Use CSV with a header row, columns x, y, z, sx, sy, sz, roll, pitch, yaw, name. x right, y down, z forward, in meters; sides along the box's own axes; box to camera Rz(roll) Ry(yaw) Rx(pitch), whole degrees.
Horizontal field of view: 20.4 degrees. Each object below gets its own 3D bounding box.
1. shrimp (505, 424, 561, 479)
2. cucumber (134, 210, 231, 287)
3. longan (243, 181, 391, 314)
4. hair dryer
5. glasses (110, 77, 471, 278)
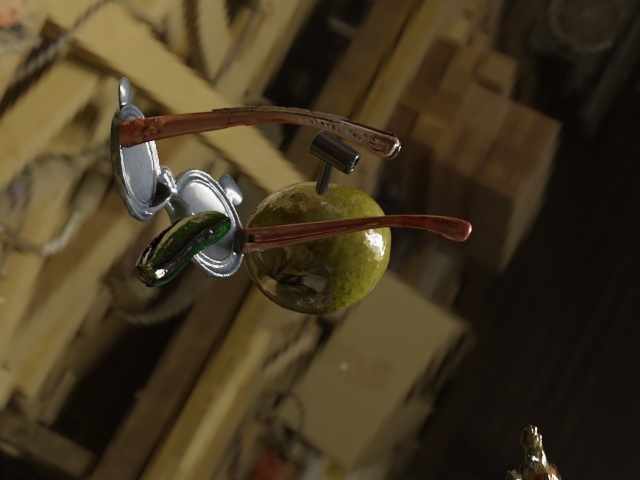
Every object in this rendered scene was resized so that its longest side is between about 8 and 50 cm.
x,y,z,sx,sy,sz,roll,pitch,yaw,name
0.262,0.345,2.161,0.145,0.059,0.254,174,-92,-79,shrimp
-0.111,0.003,1.415,0.033,0.036,0.184,-50,176,24,cucumber
0.000,0.000,1.882,0.176,0.154,0.145,-51,161,-46,longan
0.008,-0.069,1.738,0.026,0.047,0.083,-49,167,-34,hair dryer
-0.024,-0.060,1.486,0.234,0.268,0.118,47,41,-55,glasses
